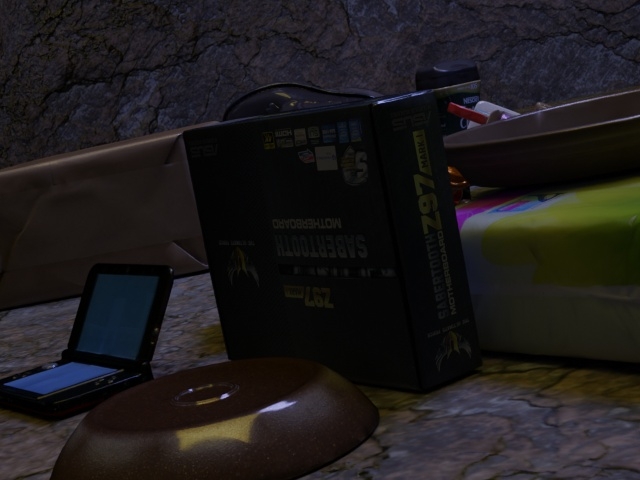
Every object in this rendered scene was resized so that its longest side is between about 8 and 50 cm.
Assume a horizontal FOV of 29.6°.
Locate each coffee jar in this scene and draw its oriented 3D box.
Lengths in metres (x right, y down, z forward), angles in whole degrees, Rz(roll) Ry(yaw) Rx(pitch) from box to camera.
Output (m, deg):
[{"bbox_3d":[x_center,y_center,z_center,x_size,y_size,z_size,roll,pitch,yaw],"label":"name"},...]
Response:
[{"bbox_3d":[0.200,-0.174,1.794,0.096,0.184,0.079,-17,10,-34],"label":"coffee jar"}]

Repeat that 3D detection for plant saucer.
[{"bbox_3d":[-0.065,0.106,0.717,0.199,0.036,0.198,-10,7,1],"label":"plant saucer"},{"bbox_3d":[0.223,-0.084,0.911,0.278,0.041,0.278,-12,6,1],"label":"plant saucer"}]

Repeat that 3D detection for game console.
[{"bbox_3d":[-0.190,0.073,0.940,0.124,0.085,0.144,-16,9,-35],"label":"game console"}]

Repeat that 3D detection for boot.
[{"bbox_3d":[-0.028,-0.133,1.548,0.263,0.091,0.229,-3,22,15],"label":"boot"}]

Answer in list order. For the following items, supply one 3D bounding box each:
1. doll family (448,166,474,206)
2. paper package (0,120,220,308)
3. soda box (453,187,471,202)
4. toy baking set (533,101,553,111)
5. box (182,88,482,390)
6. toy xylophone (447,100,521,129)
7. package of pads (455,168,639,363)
[{"bbox_3d":[0.074,-0.048,1.314,0.263,0.118,0.163,-18,10,-41],"label":"doll family"},{"bbox_3d":[-0.272,-0.040,1.578,0.309,0.168,0.325,-12,8,4],"label":"paper package"},{"bbox_3d":[0.158,-0.068,1.553,0.053,0.060,0.169,-7,8,1],"label":"soda box"},{"bbox_3d":[0.363,-0.110,1.438,0.256,0.030,0.197,24,12,19],"label":"toy baking set"},{"bbox_3d":[0.000,0.000,0.836,0.059,0.183,0.233,-17,11,-34],"label":"box"},{"bbox_3d":[0.220,-0.128,1.535,0.236,0.081,0.322,19,9,-7],"label":"toy xylophone"},{"bbox_3d":[0.228,0.003,0.798,0.229,0.101,0.296,-17,9,-32],"label":"package of pads"}]
